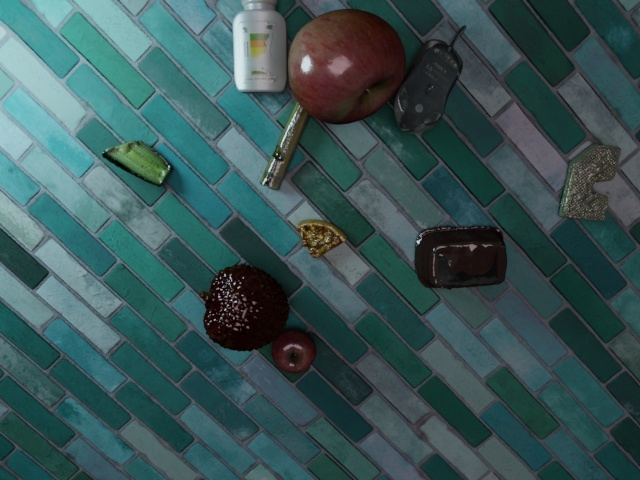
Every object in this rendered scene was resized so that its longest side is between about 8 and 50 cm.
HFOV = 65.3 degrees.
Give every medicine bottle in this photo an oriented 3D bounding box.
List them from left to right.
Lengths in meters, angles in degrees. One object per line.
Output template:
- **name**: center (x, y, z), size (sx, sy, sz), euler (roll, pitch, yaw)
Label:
- **medicine bottle**: center (-0.178, -0.592, 1.491), size (0.161, 0.111, 0.295), euler (1, 101, 0)

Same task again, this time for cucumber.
- **cucumber**: center (-0.575, -0.243, 1.581), size (0.193, 0.115, 0.086), euler (31, 144, -11)

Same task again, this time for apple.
- **apple**: center (-0.091, 0.373, 1.693), size (0.154, 0.120, 0.153), euler (0, 108, 0)
- **apple**: center (0.065, -0.497, 1.422), size (0.345, 0.345, 0.269), euler (-42, 73, 8)

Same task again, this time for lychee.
- **lychee**: center (-0.243, 0.213, 1.588), size (0.305, 0.275, 0.275), euler (22, 102, -26)

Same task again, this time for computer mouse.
- **computer mouse**: center (0.338, -0.496, 1.529), size (0.167, 0.090, 0.379), euler (34, 86, -20)

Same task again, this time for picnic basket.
- **picnic basket**: center (0.464, 0.069, 1.624), size (0.297, 0.129, 0.222), euler (-3, 103, 1)

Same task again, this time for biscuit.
- **biscuit**: center (0.870, -0.187, 1.612), size (0.148, 0.046, 0.249), euler (7, 102, -1)

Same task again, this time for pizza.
- **pizza**: center (0.000, -0.001, 1.650), size (0.175, 0.046, 0.134), euler (7, 102, -2)

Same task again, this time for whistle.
- **whistle**: center (-0.100, -0.312, 1.578), size (0.068, 0.057, 0.326), euler (15, 105, -45)
